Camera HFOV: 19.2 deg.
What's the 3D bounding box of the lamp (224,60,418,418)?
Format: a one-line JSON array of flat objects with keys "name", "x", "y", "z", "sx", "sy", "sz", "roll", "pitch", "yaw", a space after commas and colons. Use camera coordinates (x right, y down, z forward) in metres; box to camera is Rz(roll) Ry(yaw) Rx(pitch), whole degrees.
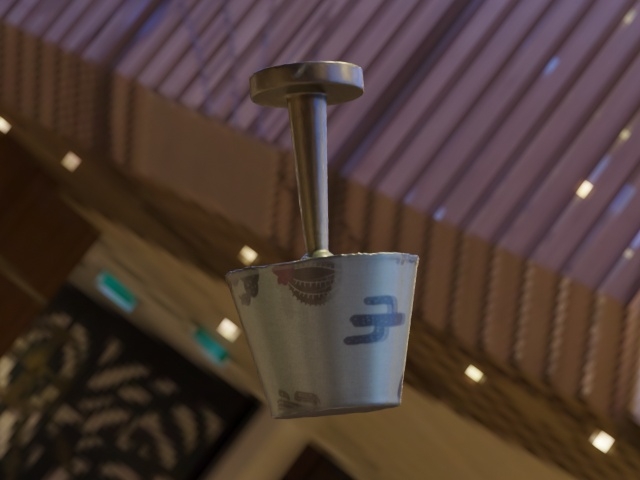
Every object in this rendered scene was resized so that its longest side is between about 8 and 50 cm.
[{"name": "lamp", "x": 0.000, "y": 0.000, "z": 1.164, "sx": 0.121, "sy": 0.215, "sz": 0.121, "roll": -3, "pitch": -8, "yaw": 0}]
